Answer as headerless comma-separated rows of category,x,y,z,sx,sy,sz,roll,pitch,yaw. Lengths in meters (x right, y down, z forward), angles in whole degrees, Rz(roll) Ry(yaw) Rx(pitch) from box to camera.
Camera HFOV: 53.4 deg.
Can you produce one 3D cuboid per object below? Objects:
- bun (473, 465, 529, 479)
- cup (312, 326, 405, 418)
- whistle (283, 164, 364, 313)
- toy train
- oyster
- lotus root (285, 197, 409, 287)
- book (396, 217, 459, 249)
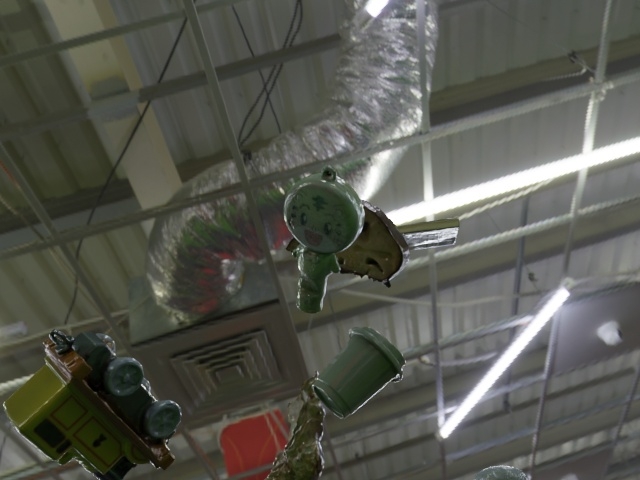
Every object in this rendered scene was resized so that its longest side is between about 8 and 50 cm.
bun,0.413,0.576,1.439,0.141,0.083,0.140,-1,-61,-2
cup,0.061,0.227,1.076,0.141,0.120,0.120,-44,-42,-18
whistle,0.000,0.000,0.987,0.126,0.067,0.258,21,-58,20
toy train,-0.235,0.183,0.675,0.127,0.089,0.219,-44,-51,-22
oyster,-0.032,0.383,1.257,0.107,0.232,0.161,17,-29,5
lotus root,0.064,-0.006,1.334,0.074,0.261,0.170,-17,-53,-61
book,0.201,-0.003,1.565,0.264,0.027,0.202,-8,-14,6
